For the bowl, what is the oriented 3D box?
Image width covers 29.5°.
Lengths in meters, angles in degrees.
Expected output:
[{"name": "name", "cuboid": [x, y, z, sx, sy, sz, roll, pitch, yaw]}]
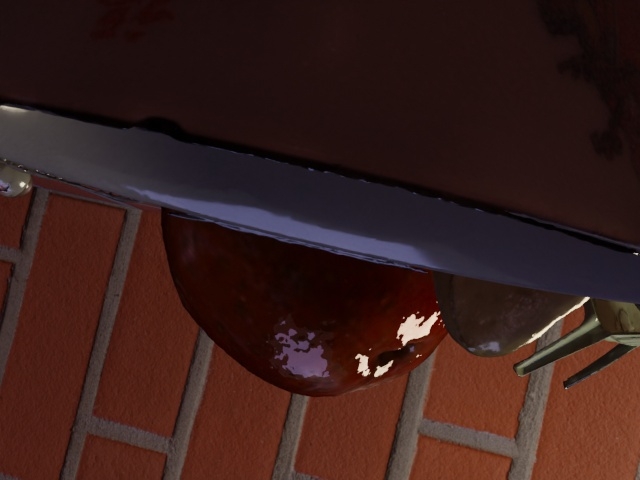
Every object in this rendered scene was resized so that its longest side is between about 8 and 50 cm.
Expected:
[{"name": "bowl", "cuboid": [0.014, -0.080, 0.479, 0.346, 0.157, 0.345, 13, 177, 1]}]

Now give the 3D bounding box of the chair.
[{"name": "chair", "cuboid": [0.409, 0.105, 1.691, 0.203, 0.190, 0.275, 16, 147, -42]}]

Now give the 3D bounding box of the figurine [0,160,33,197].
[{"name": "figurine", "cuboid": [-0.312, -0.125, 1.236, 0.260, 0.102, 0.205, 10, 152, -11]}]

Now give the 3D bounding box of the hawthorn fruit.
[{"name": "hawthorn fruit", "cuboid": [0.000, 0.000, 1.074, 0.284, 0.284, 0.284, 13, 176, 1]}]

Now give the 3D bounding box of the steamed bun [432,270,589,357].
[{"name": "steamed bun", "cuboid": [0.151, -0.034, 0.887, 0.212, 0.231, 0.110, 37, 156, 61]}]
